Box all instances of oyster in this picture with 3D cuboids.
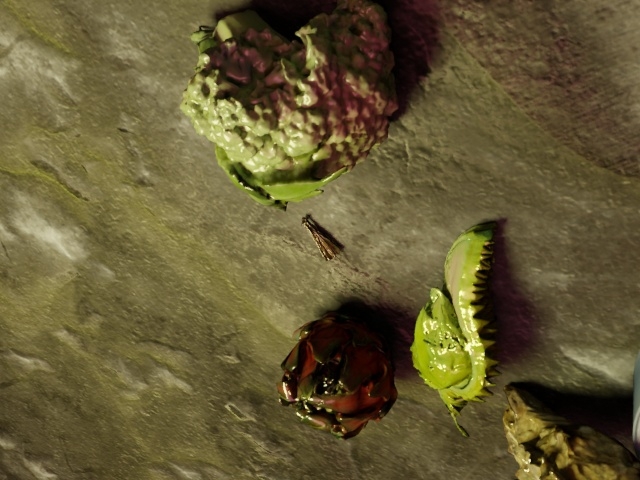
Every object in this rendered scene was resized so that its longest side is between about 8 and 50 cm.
[{"bbox_3d":[0.330,0.309,0.996,0.133,0.337,0.198,-36,109,-6],"label":"oyster"}]

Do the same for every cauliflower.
[{"bbox_3d":[-0.053,-0.178,0.865,0.315,0.256,0.239,51,140,23],"label":"cauliflower"}]

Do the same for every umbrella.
[{"bbox_3d":[0.001,0.000,1.078,0.083,0.031,0.020,52,160,-15],"label":"umbrella"}]

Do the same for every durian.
[{"bbox_3d":[0.190,0.145,1.051,0.132,0.106,0.375,16,126,20],"label":"durian"}]

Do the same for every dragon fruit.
[{"bbox_3d":[0.026,0.196,1.108,0.182,0.189,0.182,13,139,11],"label":"dragon fruit"}]

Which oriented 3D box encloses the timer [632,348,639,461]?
[{"bbox_3d":[0.546,0.200,0.884,0.395,0.173,0.395,13,130,16],"label":"timer"}]
